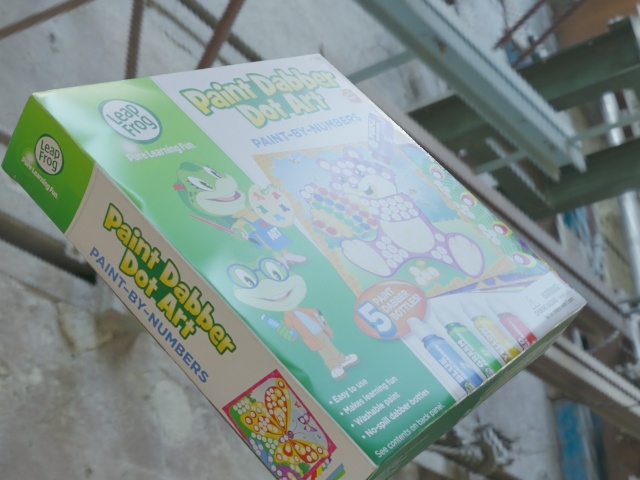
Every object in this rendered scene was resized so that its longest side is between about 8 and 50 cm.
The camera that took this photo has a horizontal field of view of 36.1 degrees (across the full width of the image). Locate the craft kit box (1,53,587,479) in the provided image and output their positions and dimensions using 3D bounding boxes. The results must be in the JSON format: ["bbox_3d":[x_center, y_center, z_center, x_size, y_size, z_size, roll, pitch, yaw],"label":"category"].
[{"bbox_3d":[0.000,0.000,0.547,0.246,0.061,0.250,43,34,18],"label":"craft kit box"}]
